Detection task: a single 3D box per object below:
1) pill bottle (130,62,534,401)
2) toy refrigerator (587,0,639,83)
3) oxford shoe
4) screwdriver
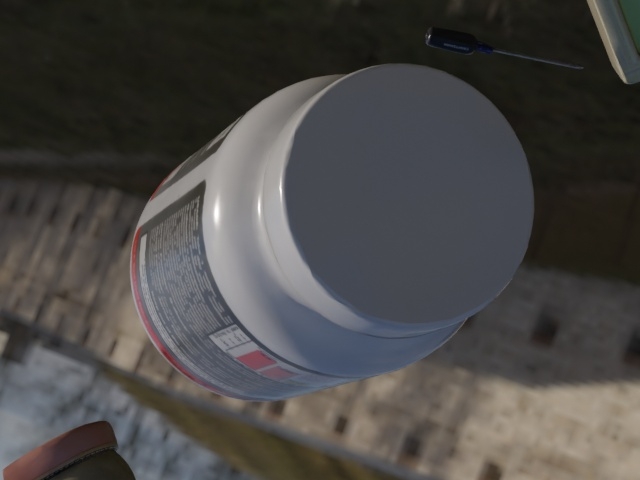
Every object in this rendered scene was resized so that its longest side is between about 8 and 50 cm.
[{"bbox_3d":[0.000,0.000,1.339,0.210,0.210,0.363,23,165,-14],"label":"pill bottle"},{"bbox_3d":[0.269,-0.182,1.005,0.269,0.102,0.094,-21,-171,8],"label":"toy refrigerator"},{"bbox_3d":[-0.375,0.370,2.194,0.146,0.397,0.140,59,-158,14],"label":"oxford shoe"},{"bbox_3d":[0.187,-0.189,1.910,0.169,0.025,0.024,15,-174,-12],"label":"screwdriver"}]
